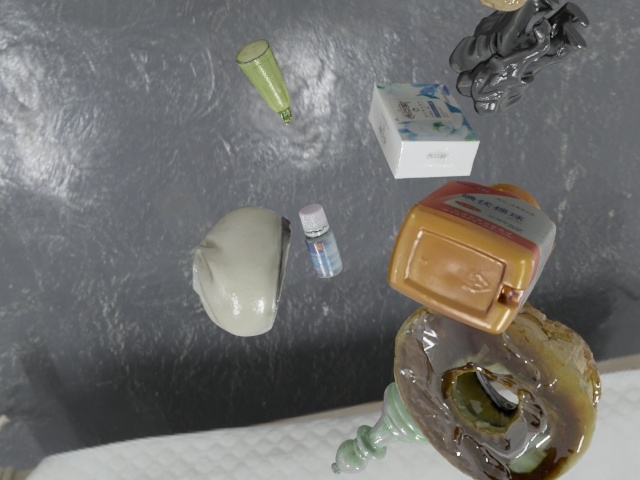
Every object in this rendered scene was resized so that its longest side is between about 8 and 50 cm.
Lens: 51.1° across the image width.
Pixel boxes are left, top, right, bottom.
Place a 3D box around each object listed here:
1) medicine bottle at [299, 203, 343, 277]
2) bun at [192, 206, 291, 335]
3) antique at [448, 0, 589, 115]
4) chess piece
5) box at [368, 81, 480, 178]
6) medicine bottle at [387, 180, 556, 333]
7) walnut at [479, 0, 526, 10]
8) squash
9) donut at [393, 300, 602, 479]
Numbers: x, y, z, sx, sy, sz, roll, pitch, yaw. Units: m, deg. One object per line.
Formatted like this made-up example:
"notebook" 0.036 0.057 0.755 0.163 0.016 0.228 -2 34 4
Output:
"medicine bottle" 0.000 0.000 1.851 0.084 0.083 0.203 -16 114 1
"bun" -0.110 0.039 0.885 0.120 0.172 0.172 9 119 -8
"antique" 0.419 -0.412 1.427 0.185 0.322 0.255 44 128 -12
"chess piece" 0.118 0.406 1.383 0.139 0.139 0.272 34 118 -24
"box" 0.257 -0.287 1.714 0.203 0.274 0.116 -3 134 -12
"medicine bottle" 0.191 0.004 0.795 0.150 0.222 0.111 25 117 20
"walnut" 0.255 -0.369 0.945 0.096 0.082 0.078 34 99 8
"squash" -0.125 -0.386 1.693 0.094 0.094 0.224 -24 125 6
"donut" 0.278 0.218 1.037 0.160 0.330 0.329 -30 132 -41
